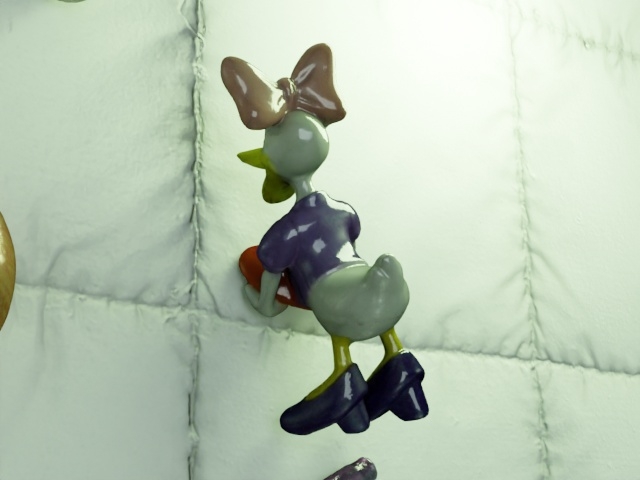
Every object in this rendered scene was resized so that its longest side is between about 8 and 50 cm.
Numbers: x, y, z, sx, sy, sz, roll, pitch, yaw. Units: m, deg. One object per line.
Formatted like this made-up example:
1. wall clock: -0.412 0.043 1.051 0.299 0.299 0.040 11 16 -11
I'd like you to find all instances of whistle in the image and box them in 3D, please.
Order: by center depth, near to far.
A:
1. whistle: -0.006 0.283 1.180 0.176 0.033 0.033 -23 89 -37

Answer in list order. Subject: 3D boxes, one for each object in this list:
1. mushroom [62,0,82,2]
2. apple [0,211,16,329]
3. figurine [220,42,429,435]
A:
1. mushroom: -0.254 -0.364 1.185 0.092 0.081 0.223 33 54 -46
2. apple: -0.363 0.024 0.932 0.209 0.164 0.209 22 52 -31
3. figurine: -0.001 0.006 1.174 0.154 0.193 0.421 -16 80 -34
